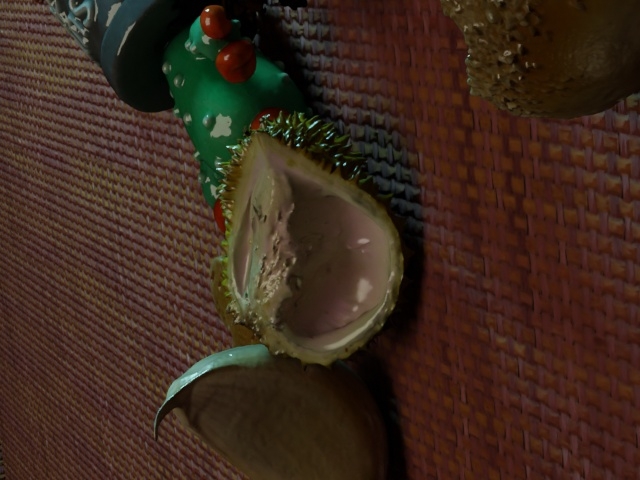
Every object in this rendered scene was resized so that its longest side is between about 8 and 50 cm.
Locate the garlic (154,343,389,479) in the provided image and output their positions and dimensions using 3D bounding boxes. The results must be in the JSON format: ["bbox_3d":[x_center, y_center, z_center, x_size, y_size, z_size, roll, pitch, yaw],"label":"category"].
[{"bbox_3d":[-0.038,0.181,1.664,0.145,0.245,0.164,-38,25,52],"label":"garlic"}]

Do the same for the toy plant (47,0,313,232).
[{"bbox_3d":[-0.129,-0.184,1.776,0.400,0.185,0.279,47,133,27],"label":"toy plant"}]

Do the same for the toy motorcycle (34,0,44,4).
[{"bbox_3d":[-0.297,-0.404,2.148,0.221,0.148,0.325,-69,25,14],"label":"toy motorcycle"}]

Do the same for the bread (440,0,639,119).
[{"bbox_3d":[0.152,-0.221,1.079,0.192,0.171,0.314,-151,54,-67],"label":"bread"}]

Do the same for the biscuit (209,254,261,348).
[{"bbox_3d":[-0.031,0.077,1.811,0.324,0.049,0.205,141,116,-63],"label":"biscuit"}]

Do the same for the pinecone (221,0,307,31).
[{"bbox_3d":[-0.051,-0.312,1.500,0.221,0.221,0.221,170,90,-68],"label":"pinecone"}]

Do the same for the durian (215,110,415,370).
[{"bbox_3d":[-0.005,-0.004,1.597,0.138,0.183,0.249,-89,-1,-70],"label":"durian"}]
